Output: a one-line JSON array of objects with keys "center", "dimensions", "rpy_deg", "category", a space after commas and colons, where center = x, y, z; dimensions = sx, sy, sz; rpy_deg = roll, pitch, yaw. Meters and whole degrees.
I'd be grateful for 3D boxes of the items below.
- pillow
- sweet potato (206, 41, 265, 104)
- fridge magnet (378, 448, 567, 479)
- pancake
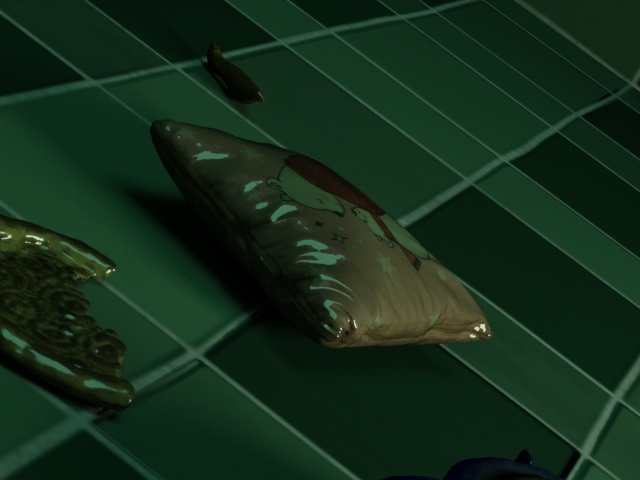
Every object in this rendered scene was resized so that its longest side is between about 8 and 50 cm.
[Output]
[{"center": [0.000, 0.000, 1.454], "dimensions": [0.236, 0.084, 0.223], "rpy_deg": [46, 19, 25], "category": "pillow"}, {"center": [-0.082, -0.151, 1.798], "dimensions": [0.026, 0.026, 0.115], "rpy_deg": [19, 19, -41], "category": "sweet potato"}, {"center": [0.133, 0.217, 1.081], "dimensions": [0.265, 0.113, 0.265], "rpy_deg": [30, 17, -10], "category": "fridge magnet"}, {"center": [-0.160, 0.040, 1.173], "dimensions": [0.190, 0.020, 0.184], "rpy_deg": [45, 20, 30], "category": "pancake"}]
